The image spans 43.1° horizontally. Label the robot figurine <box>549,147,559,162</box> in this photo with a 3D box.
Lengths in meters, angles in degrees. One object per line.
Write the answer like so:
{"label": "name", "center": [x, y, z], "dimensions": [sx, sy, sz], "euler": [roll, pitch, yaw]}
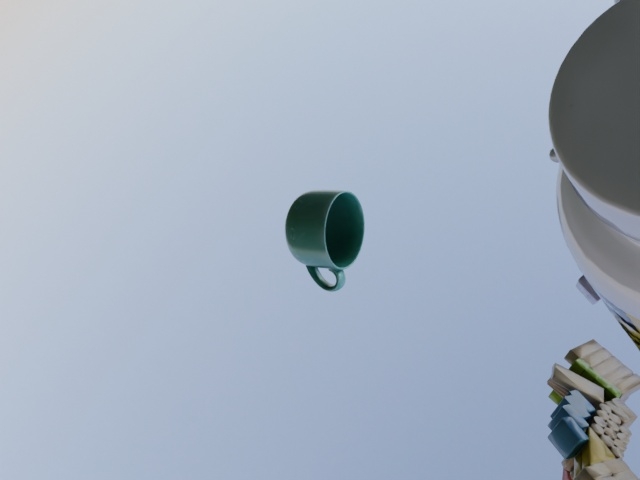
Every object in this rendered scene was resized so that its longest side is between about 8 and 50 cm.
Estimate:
{"label": "robot figurine", "center": [0.678, -0.219, 1.800], "dimensions": [0.200, 0.299, 0.353], "euler": [-34, -176, -29]}

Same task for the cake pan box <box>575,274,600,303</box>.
{"label": "cake pan box", "center": [0.681, 0.030, 1.776], "dimensions": [0.267, 0.070, 0.246], "euler": [-42, 166, 6]}

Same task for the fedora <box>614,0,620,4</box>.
{"label": "fedora", "center": [0.446, -0.297, 0.888], "dimensions": [0.334, 0.152, 0.334], "euler": [-13, 176, -1]}

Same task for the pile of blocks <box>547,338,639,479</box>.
{"label": "pile of blocks", "center": [0.385, 0.283, 1.210], "dimensions": [0.112, 0.149, 0.362], "euler": [-65, 170, 29]}

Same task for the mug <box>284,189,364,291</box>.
{"label": "mug", "center": [-0.003, -0.007, 1.343], "dimensions": [0.097, 0.129, 0.157], "euler": [5, -111, 33]}

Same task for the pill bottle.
{"label": "pill bottle", "center": [0.261, -0.009, 0.507], "dimensions": [0.188, 0.334, 0.187], "euler": [-15, -121, 27]}
